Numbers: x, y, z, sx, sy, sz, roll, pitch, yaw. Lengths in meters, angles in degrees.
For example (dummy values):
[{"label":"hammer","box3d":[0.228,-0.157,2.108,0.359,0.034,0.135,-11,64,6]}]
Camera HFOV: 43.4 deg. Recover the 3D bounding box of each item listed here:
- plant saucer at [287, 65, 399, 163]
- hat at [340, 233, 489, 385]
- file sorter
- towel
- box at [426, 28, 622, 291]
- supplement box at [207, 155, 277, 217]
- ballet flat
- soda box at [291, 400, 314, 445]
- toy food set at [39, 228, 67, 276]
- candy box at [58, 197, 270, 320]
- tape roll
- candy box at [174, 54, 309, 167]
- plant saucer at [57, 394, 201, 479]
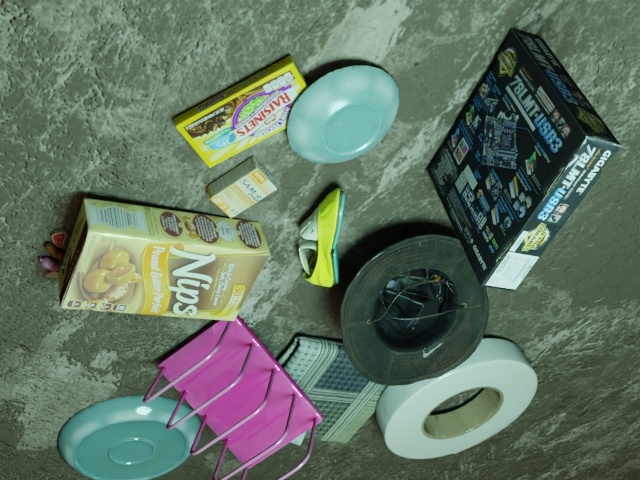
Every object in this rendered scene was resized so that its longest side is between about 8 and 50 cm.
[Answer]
[{"label":"plant saucer","box3d":[0.044,-0.186,1.275,0.194,0.037,0.195,-16,142,-13]},{"label":"hat","box3d":[0.166,0.116,1.564,0.331,0.134,0.332,-8,117,-16]},{"label":"file sorter","box3d":[-0.168,0.328,1.544,0.202,0.182,0.291,-36,101,15]},{"label":"towel","box3d":[0.006,0.338,1.804,0.312,0.056,0.324,13,126,-31]},{"label":"box","box3d":[0.296,-0.126,1.247,0.073,0.296,0.293,10,129,-24]},{"label":"supplement box","box3d":[-0.130,-0.088,1.341,0.098,0.036,0.062,-32,135,14]},{"label":"ballet flat","box3d":[0.000,0.000,1.447,0.077,0.077,0.231,5,136,2]},{"label":"soda box","box3d":[-0.127,0.350,1.688,0.216,0.074,0.069,19,124,0]},{"label":"toy food set","box3d":[-0.439,0.025,1.373,0.077,0.019,0.122,1,133,-18]},{"label":"candy box","box3d":[-0.268,0.040,1.379,0.316,0.088,0.183,8,131,-29]},{"label":"tape roll","box3d":[0.319,0.378,1.887,0.391,0.072,0.392,-13,137,-12]},{"label":"candy box","box3d":[-0.111,-0.196,1.248,0.205,0.027,0.105,-26,139,10]},{"label":"plant saucer","box3d":[-0.420,0.455,1.789,0.317,0.044,0.318,-8,135,-8]}]
